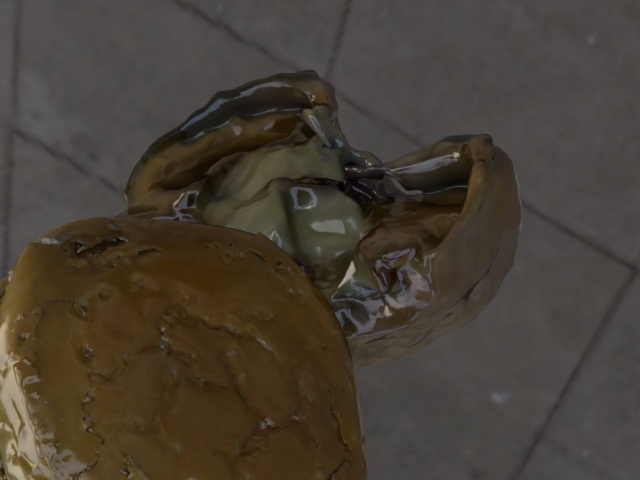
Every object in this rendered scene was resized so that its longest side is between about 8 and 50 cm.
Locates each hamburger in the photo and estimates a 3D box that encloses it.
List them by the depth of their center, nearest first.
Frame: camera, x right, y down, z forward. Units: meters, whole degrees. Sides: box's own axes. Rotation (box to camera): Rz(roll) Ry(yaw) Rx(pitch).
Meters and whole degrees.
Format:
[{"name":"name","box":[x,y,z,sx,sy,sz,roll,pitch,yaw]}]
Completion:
[{"name":"hamburger","box":[-0.074,0.089,0.886,0.214,0.213,0.108,39,135,-6]}]

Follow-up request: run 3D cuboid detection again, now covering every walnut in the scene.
[{"name":"walnut","box":[-0.005,0.008,1.091,0.238,0.204,0.141,26,145,43]}]
